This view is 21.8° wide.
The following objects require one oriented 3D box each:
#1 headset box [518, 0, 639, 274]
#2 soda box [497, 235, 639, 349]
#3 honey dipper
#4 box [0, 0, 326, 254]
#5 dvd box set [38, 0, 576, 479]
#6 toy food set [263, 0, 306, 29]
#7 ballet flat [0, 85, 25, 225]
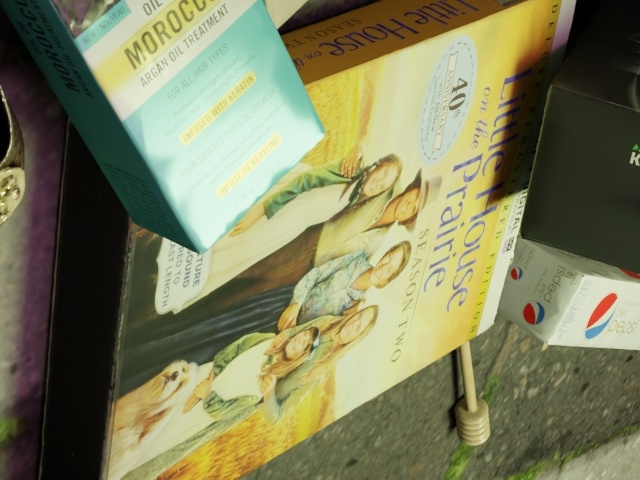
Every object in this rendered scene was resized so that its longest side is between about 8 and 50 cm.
[{"bbox_3d":[0.301,-0.077,1.209,0.283,0.246,0.131,-55,158,-52],"label":"headset box"},{"bbox_3d":[0.233,0.049,1.478,0.216,0.074,0.069,9,110,-58],"label":"soda box"},{"bbox_3d":[0.127,0.120,1.432,0.030,0.030,0.160,-42,145,-25],"label":"honey dipper"},{"bbox_3d":[-0.089,-0.116,0.793,0.100,0.060,0.244,-45,132,-20],"label":"box"},{"bbox_3d":[0.000,0.000,1.097,0.420,0.062,0.307,-25,137,-43],"label":"dvd box set"},{"bbox_3d":[0.008,-0.261,0.834,0.220,0.092,0.306,-45,159,-16],"label":"toy food set"},{"bbox_3d":[-0.183,-0.077,0.757,0.084,0.058,0.250,-42,147,-24],"label":"ballet flat"}]
